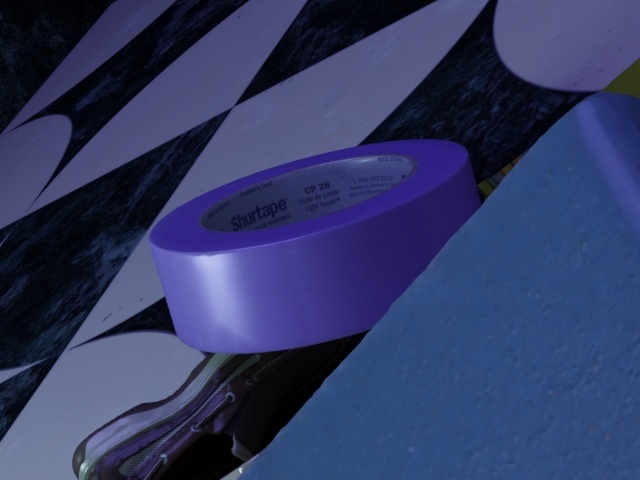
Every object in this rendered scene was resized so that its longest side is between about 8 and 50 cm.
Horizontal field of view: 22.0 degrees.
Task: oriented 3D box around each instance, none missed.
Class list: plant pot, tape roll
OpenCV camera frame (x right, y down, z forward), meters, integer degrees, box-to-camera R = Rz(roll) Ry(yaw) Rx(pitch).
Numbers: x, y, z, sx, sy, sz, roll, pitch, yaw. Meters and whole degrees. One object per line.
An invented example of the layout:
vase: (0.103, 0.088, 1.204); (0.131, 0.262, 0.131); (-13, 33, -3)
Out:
plant pot: (0.150, 0.145, 0.588); (0.247, 0.248, 0.252); (-50, 43, 27)
tape roll: (0.000, 0.000, 1.375); (0.275, 0.090, 0.275); (-15, 16, 4)

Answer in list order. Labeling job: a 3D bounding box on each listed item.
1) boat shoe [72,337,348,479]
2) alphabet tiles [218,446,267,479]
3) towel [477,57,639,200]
boat shoe: (-0.075, 0.155, 1.371); (0.257, 0.095, 0.095); (-35, 54, -5)
alphabet tiles: (0.018, 0.121, 1.174); (0.278, 0.021, 0.284); (-31, -6, -37)
towel: (0.238, -0.105, 1.418); (0.237, 0.021, 0.102); (-39, 20, 3)
